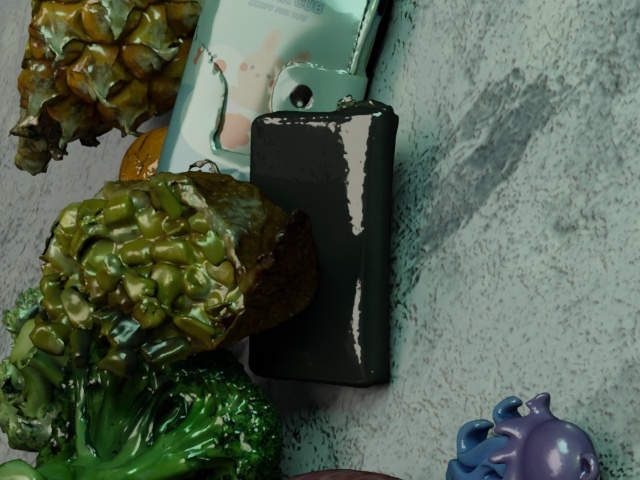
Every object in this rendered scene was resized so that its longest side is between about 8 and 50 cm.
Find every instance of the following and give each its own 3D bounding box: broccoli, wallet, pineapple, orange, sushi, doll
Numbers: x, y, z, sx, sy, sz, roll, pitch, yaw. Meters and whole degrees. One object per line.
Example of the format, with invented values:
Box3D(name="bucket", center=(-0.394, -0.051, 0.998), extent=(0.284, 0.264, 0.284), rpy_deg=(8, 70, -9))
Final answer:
Box3D(name="broccoli", center=(-0.218, 0.120, 1.780), extent=(0.226, 0.176, 0.198), rpy_deg=(160, 115, -66))
Box3D(name="wallet", center=(-0.043, -0.141, 1.660), extent=(0.176, 0.075, 0.250), rpy_deg=(17, 93, 17))
Box3D(name="pineapple", center=(-0.179, -0.172, 1.841), extent=(0.344, 0.209, 0.286), rpy_deg=(-62, -10, -72))
Box3D(name="orange", center=(-0.136, -0.047, 1.779), extent=(0.135, 0.117, 0.135), rpy_deg=(159, 90, -82))
Box3D(name="broccoli", center=(-0.163, 0.213, 1.571), extent=(0.297, 0.297, 0.297), rpy_deg=(-5, 81, 32))
Box3D(name="wallet", center=(0.000, 0.000, 1.576), extent=(0.149, 0.044, 0.250), rpy_deg=(0, 90, 35))
Box3D(name="sushi", center=(-0.129, 0.021, 1.538), extent=(0.296, 0.179, 0.167), rpy_deg=(15, 103, 33))
Box3D(name="doll", center=(0.148, 0.168, 1.357), extent=(0.206, 0.067, 0.110), rpy_deg=(-11, 81, 63))

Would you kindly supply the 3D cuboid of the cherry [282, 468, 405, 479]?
Box3D(name="cherry", center=(0.013, 0.267, 1.409), extent=(0.250, 0.175, 0.192), rpy_deg=(26, 110, 57))
